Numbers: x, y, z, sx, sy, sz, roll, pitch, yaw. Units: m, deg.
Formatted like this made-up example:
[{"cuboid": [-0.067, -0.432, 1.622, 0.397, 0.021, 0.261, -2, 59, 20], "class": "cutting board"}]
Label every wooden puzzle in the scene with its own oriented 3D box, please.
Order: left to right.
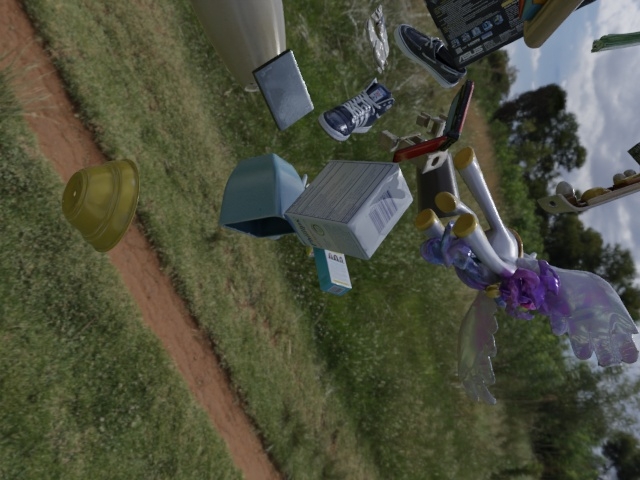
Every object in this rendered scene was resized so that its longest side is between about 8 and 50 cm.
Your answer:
[{"cuboid": [0.376, -0.479, 0.707, 0.221, 0.044, 0.238, 50, 36, -86], "class": "wooden puzzle"}]

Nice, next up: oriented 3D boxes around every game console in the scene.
[{"cuboid": [0.170, -0.179, 0.669, 0.144, 0.085, 0.124, -32, 136, -81], "class": "game console"}]

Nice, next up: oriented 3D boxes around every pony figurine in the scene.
[{"cuboid": [0.327, 0.063, 0.763, 0.363, 0.303, 0.351, 42, 41, -23], "class": "pony figurine"}]

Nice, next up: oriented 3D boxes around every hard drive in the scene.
[{"cuboid": [-0.076, -0.313, 0.897, 0.094, 0.022, 0.135, -39, 132, -14], "class": "hard drive"}]

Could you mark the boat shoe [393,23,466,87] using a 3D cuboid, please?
[{"cuboid": [0.401, -0.686, 1.553, 0.301, 0.102, 0.108, 43, 68, -5], "class": "boat shoe"}]

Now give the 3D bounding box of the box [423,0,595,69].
[{"cuboid": [0.445, -0.645, 1.012, 0.318, 0.395, 0.097, 48, 45, -26], "class": "box"}]

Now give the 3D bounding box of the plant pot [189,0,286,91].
[{"cuboid": [-0.198, -0.575, 1.203, 0.274, 0.256, 0.256, 71, 22, -6], "class": "plant pot"}]

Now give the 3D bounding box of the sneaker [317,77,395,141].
[{"cuboid": [0.107, -0.369, 1.196, 0.099, 0.153, 0.282, 52, 35, 4], "class": "sneaker"}]

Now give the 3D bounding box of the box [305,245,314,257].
[{"cuboid": [0.000, 0.000, 1.793, 0.043, 0.105, 0.179, 58, -35, 37], "class": "box"}]

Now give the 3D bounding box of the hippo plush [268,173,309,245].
[{"cuboid": [-0.148, -0.093, 1.854, 0.234, 0.237, 0.294, -103, -174, -56], "class": "hippo plush"}]

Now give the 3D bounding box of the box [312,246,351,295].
[{"cuboid": [0.034, 0.071, 1.543, 0.100, 0.060, 0.244, 21, 43, -37], "class": "box"}]

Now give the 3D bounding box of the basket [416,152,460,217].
[{"cuboid": [0.436, -0.207, 1.608, 0.204, 0.154, 0.227, -150, -130, -76], "class": "basket"}]

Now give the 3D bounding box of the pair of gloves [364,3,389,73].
[{"cuboid": [0.235, -0.796, 1.699, 0.240, 0.042, 0.204, -71, 147, -41], "class": "pair of gloves"}]

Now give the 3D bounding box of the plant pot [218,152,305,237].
[{"cuboid": [-0.190, -0.164, 1.539, 0.247, 0.248, 0.252, 24, 62, -61], "class": "plant pot"}]

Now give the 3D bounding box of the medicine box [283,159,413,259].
[{"cuboid": [0.083, -0.106, 1.317, 0.263, 0.289, 0.149, -51, 129, -23], "class": "medicine box"}]

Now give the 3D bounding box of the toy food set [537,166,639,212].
[{"cuboid": [0.788, -0.160, 1.188, 0.220, 0.306, 0.092, -5, 74, -77], "class": "toy food set"}]

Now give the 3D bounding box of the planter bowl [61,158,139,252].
[{"cuboid": [-0.488, -0.089, 0.922, 0.090, 0.217, 0.217, 21, 61, -50], "class": "planter bowl"}]

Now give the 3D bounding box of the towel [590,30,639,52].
[{"cuboid": [0.876, -0.549, 1.152, 0.325, 0.248, 0.038, -36, 123, -57], "class": "towel"}]

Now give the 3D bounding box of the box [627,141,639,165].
[{"cuboid": [1.197, -0.320, 1.600, 0.083, 0.018, 0.067, 59, -3, 16], "class": "box"}]

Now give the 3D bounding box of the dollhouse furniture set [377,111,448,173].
[{"cuboid": [0.278, -0.313, 1.220, 0.101, 0.182, 0.161, -24, 143, -35], "class": "dollhouse furniture set"}]
